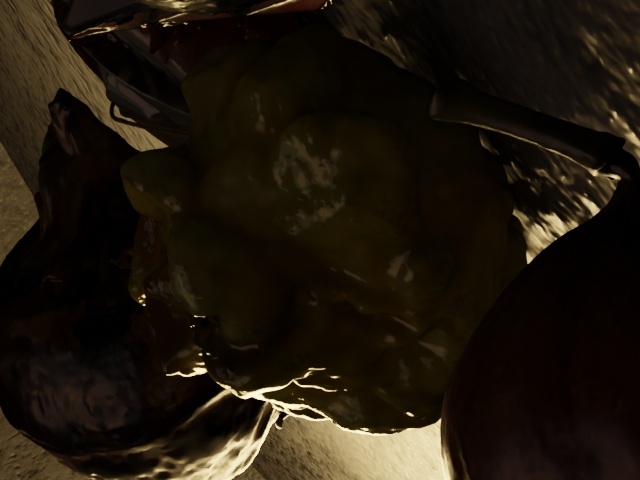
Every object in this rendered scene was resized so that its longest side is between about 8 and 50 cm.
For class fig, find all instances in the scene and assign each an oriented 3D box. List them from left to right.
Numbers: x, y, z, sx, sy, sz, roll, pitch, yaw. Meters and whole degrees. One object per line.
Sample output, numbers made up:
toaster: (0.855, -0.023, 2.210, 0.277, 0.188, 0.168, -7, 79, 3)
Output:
fig: (0.158, 0.045, 0.698, 0.204, 0.186, 0.249, -17, 67, 56)

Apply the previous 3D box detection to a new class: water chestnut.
water chestnut: (-0.136, 0.030, 1.274, 0.335, 0.335, 0.347, 33, 148, 57)

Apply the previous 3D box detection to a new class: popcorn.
popcorn: (0.000, 0.000, 0.943, 0.215, 0.252, 0.286, -103, 2, -46)

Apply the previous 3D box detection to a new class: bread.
bread: (-0.086, -0.140, 1.093, 0.212, 0.142, 0.224, 49, 164, -29)

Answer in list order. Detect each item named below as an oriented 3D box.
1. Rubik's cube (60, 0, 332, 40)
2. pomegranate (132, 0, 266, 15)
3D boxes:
Rubik's cube: (-0.033, -0.231, 0.873, 0.190, 0.211, 0.178, -14, 92, 42)
pomegranate: (-0.026, -0.197, 0.642, 0.248, 0.214, 0.214, 14, 144, 33)
